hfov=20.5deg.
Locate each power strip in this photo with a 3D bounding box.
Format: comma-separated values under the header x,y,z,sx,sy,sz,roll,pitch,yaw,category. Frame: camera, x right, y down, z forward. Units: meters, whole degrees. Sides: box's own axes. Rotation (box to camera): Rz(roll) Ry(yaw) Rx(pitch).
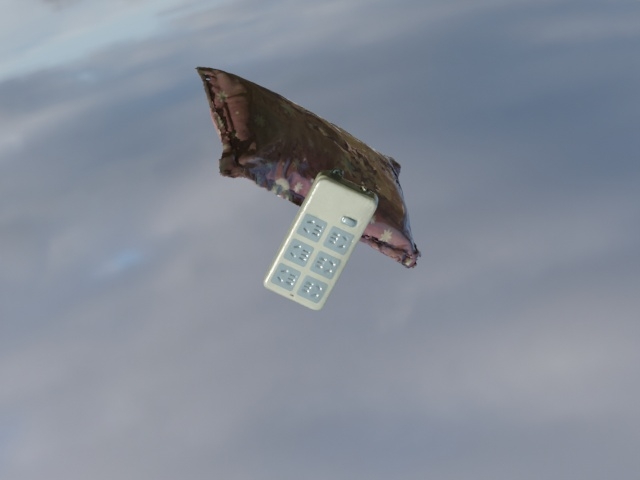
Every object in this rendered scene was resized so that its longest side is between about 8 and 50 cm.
x,y,z,sx,sy,sz,roll,pitch,yaw,category
0.000,0.000,1.058,0.040,0.090,0.016,25,-157,-7,power strip

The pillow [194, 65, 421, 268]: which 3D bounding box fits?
x,y,z,sx,sy,sz,roll,pitch,yaw,category
-0.004,-0.056,1.256,0.043,0.185,0.118,-47,-145,32,pillow
